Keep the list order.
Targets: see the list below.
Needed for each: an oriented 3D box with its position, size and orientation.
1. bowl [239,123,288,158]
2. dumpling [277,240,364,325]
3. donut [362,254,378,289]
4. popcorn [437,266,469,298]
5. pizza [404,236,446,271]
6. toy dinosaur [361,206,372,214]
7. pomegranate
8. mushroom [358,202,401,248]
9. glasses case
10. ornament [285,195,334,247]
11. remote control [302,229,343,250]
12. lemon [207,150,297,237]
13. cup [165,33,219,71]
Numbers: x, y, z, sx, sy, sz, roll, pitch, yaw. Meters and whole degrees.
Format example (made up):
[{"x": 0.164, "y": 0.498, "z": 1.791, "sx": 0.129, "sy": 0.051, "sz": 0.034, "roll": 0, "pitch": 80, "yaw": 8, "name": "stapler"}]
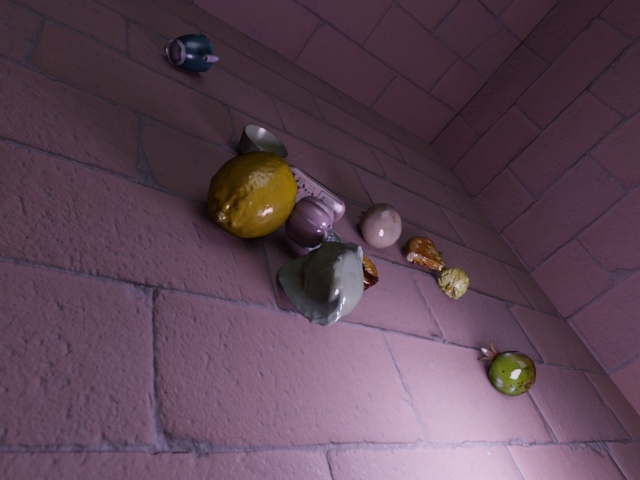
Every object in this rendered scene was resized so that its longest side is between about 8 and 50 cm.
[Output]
[{"x": -0.250, "y": -0.372, "z": 1.881, "sx": 0.211, "sy": 0.112, "sz": 0.212, "roll": 29, "pitch": 30, "yaw": -19, "name": "bowl"}, {"x": 0.030, "y": 0.104, "z": 1.453, "sx": 0.270, "sy": 0.212, "sz": 0.320, "roll": 43, "pitch": 16, "yaw": 11, "name": "dumpling"}, {"x": 0.139, "y": 0.114, "z": 1.710, "sx": 0.166, "sy": 0.073, "sz": 0.184, "roll": 26, "pitch": 31, "yaw": -24, "name": "donut"}, {"x": 0.627, "y": 0.194, "z": 2.134, "sx": 0.141, "sy": 0.135, "sz": 0.162, "roll": 51, "pitch": 27, "yaw": 3, "name": "popcorn"}, {"x": 0.510, "y": 0.078, "z": 2.204, "sx": 0.228, "sy": 0.081, "sz": 0.289, "roll": 39, "pitch": 28, "yaw": 11, "name": "pizza"}, {"x": 0.311, "y": -0.099, "z": 2.228, "sx": 0.162, "sy": 0.077, "sz": 0.294, "roll": 51, "pitch": 15, "yaw": 27, "name": "toy dinosaur"}, {"x": 0.735, "y": 0.502, "z": 1.803, "sx": 0.181, "sy": 0.182, "sz": 0.224, "roll": 16, "pitch": 22, "yaw": -38, "name": "pomegranate"}, {"x": 0.254, "y": -0.065, "z": 2.023, "sx": 0.204, "sy": 0.204, "sz": 0.204, "roll": 30, "pitch": 30, "yaw": -19, "name": "mushroom"}, {"x": -0.039, "y": -0.189, "z": 1.868, "sx": 0.314, "sy": 0.122, "sz": 0.075, "roll": 35, "pitch": 24, "yaw": -12, "name": "glasses case"}, {"x": -0.029, "y": -0.059, "z": 1.565, "sx": 0.177, "sy": 0.177, "sz": 0.178, "roll": 30, "pitch": 30, "yaw": -19, "name": "ornament"}, {"x": 0.000, "y": 0.000, "z": 1.731, "sx": 0.244, "sy": 0.047, "sz": 0.087, "roll": -1, "pitch": 52, "yaw": -52, "name": "remote control"}, {"x": -0.215, "y": -0.140, "z": 1.449, "sx": 0.285, "sy": 0.285, "sz": 0.317, "roll": 26, "pitch": 54, "yaw": -25, "name": "lemon"}, {"x": -0.610, "y": -0.865, "z": 2.098, "sx": 0.299, "sy": 0.168, "sz": 0.173, "roll": 24, "pitch": 30, "yaw": 28, "name": "cup"}]
